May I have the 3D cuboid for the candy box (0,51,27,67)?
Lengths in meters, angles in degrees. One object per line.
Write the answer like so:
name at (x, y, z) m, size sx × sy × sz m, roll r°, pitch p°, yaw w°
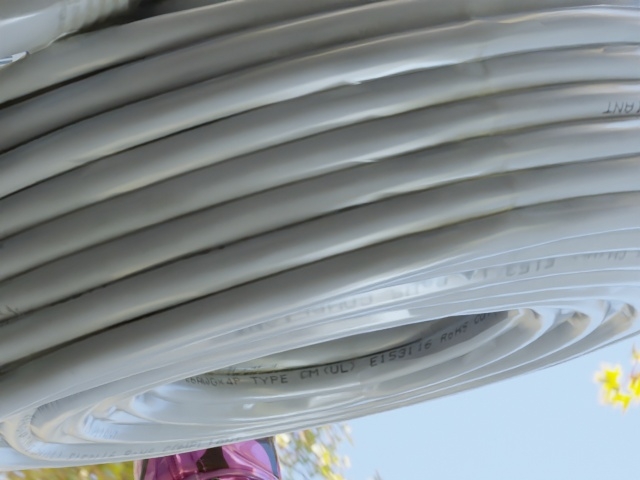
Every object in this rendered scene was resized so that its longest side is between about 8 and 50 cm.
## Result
candy box at (-0.136, -0.172, 0.812) m, size 0.268 × 0.122 × 0.317 m, roll -11°, pitch -138°, yaw -25°

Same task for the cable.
cable at (0.000, 0.000, 0.456) m, size 0.257 × 0.257 × 0.089 m, roll -11°, pitch -103°, yaw -8°

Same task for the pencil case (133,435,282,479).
pencil case at (-0.075, 0.066, 0.905) m, size 0.095 × 0.098 × 0.209 m, roll -13°, pitch -121°, yaw 1°
